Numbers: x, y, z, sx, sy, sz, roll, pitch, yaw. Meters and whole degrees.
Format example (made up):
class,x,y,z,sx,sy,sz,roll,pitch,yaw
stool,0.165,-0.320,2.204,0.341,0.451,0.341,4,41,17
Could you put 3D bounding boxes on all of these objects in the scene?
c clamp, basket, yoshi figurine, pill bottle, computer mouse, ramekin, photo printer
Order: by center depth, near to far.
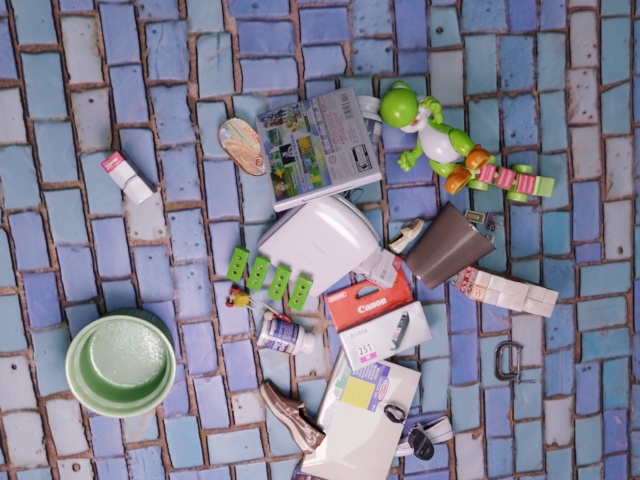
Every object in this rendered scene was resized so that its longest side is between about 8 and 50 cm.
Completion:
class,x,y,z,sx,sy,sz,roll,pitch,yaw
yoshi figurine,0.293,-0.306,1.688,0.203,0.203,0.362,-40,77,-5
photo printer,0.000,0.000,1.708,0.256,0.107,0.307,41,127,-13
ramekin,-0.567,0.343,1.734,0.303,0.148,0.304,-1,99,-8
pill bottle,0.123,-0.325,1.743,0.107,0.108,0.180,9,92,-9
basket,0.378,0.030,1.810,0.204,0.154,0.227,46,102,5
pill bottle,-0.105,0.295,1.820,0.169,0.094,0.094,17,96,-10
computer mouse,0.272,0.600,1.866,0.242,0.041,0.071,51,60,-13
c clamp,0.643,0.409,1.987,0.137,0.022,0.161,-7,102,-2

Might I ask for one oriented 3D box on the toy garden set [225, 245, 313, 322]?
class,x,y,z,sx,sy,sz,roll,pitch,yaw
toy garden set,-0.161,0.143,1.762,0.244,0.049,0.204,25,118,4

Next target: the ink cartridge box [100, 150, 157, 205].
class,x,y,z,sx,sy,sz,roll,pitch,yaw
ink cartridge box,-0.534,-0.175,1.673,0.063,0.109,0.150,-39,102,-2

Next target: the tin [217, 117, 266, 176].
class,x,y,z,sx,sy,sz,roll,pitch,yaw
tin,-0.218,-0.272,1.742,0.106,0.040,0.190,-41,102,4

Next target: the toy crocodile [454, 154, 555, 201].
class,x,y,z,sx,sy,sz,roll,pitch,yaw
toy crocodile,0.566,-0.190,1.832,0.340,0.105,0.115,12,97,-10

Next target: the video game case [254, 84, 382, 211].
class,x,y,z,sx,sy,sz,roll,pitch,yaw
video game case,-0.014,-0.260,1.646,0.299,0.036,0.329,-17,60,5

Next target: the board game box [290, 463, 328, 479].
class,x,y,z,sx,sy,sz,roll,pitch,yaw
board game box,0.016,0.822,1.935,0.243,0.042,0.165,14,109,-10

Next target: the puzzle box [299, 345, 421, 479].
class,x,y,z,sx,sy,sz,roll,pitch,yaw
puzzle box,0.128,0.563,1.882,0.272,0.052,0.409,20,87,-7

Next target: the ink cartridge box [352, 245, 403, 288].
class,x,y,z,sx,sy,sz,roll,pitch,yaw
ink cartridge box,0.170,0.073,1.828,0.135,0.056,0.099,30,70,-11

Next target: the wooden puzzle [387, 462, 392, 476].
class,x,y,z,sx,sy,sz,roll,pitch,yaw
wooden puzzle,0.131,0.667,1.941,0.238,0.044,0.221,6,98,-9

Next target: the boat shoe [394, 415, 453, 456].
class,x,y,z,sx,sy,sz,roll,pitch,yaw
boat shoe,0.324,0.636,1.955,0.226,0.083,0.076,-14,90,-18

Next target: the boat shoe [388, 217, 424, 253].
class,x,y,z,sx,sy,sz,roll,pitch,yaw
boat shoe,0.264,-0.020,1.844,0.045,0.050,0.135,40,92,-18

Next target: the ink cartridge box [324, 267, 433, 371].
class,x,y,z,sx,sy,sz,roll,pitch,yaw
ink cartridge box,0.179,0.239,1.841,0.275,0.060,0.239,-21,92,-9

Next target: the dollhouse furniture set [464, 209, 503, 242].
class,x,y,z,sx,sy,sz,roll,pitch,yaw
dollhouse furniture set,0.507,-0.045,1.859,0.114,0.081,0.091,12,97,-10

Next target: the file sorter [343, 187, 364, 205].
class,x,y,z,sx,sy,sz,roll,pitch,yaw
file sorter,0.028,-0.154,1.755,0.170,0.118,0.104,35,90,-12

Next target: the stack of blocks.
class,x,y,z,sx,sy,sz,roll,pitch,yaw
stack of blocks,0.579,0.155,1.857,0.297,0.171,0.087,16,97,-11

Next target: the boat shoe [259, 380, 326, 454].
class,x,y,z,sx,sy,sz,roll,pitch,yaw
boat shoe,-0.079,0.523,1.831,0.095,0.095,0.257,-43,77,7
